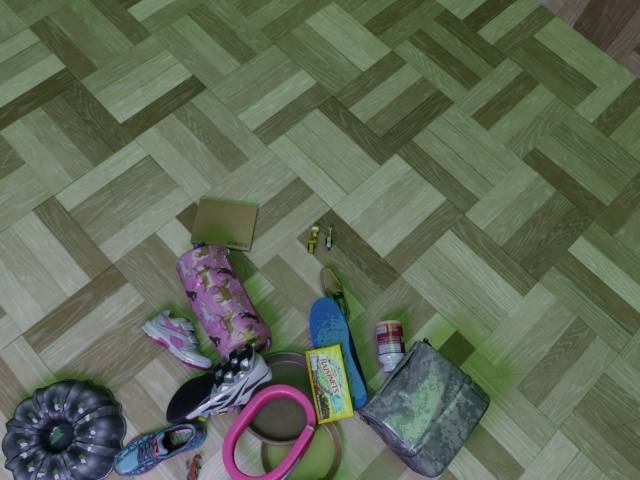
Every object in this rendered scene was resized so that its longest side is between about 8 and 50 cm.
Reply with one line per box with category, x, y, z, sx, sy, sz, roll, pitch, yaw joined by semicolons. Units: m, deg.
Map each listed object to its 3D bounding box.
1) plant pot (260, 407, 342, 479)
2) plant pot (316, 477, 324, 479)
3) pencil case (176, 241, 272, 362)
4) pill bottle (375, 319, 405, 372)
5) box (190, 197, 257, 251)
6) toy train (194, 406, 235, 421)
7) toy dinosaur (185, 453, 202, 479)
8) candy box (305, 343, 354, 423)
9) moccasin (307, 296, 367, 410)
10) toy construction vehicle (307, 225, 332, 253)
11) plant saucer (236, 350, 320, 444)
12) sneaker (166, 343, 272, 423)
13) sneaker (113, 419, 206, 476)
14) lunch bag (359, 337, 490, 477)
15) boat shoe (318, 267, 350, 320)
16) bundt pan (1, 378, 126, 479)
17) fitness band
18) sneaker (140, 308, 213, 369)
plant pot;-0.055;0.608;1.589;0.236;0.032;0.237;1;67;-3
plant pot;-0.148;0.775;1.386;0.305;0.334;0.334;-1;68;8
pencil case;-0.294;0.192;1.676;0.160;0.167;0.386;-11;65;-47
pill bottle;0.217;0.328;1.694;0.085;0.086;0.152;-2;69;-5
box;-0.321;-0.053;1.843;0.201;0.021;0.165;8;68;-1
toy train;-0.313;0.465;1.624;0.166;0.046;0.125;-22;62;-10
toy dinosaur;-0.351;0.646;1.535;0.047;0.090;0.082;7;99;-18
candy box;0.026;0.409;1.570;0.105;0.027;0.206;-12;73;-1
moccasin;0.044;0.345;1.663;0.137;0.117;0.342;-16;74;2
toy construction vehicle;0.000;0.000;1.843;0.085;0.035;0.098;-1;65;7
plant saucer;-0.108;0.461;1.615;0.277;0.041;0.278;-1;57;1
sneaker;-0.279;0.436;1.549;0.330;0.146;0.123;-33;36;10
sneaker;-0.453;0.567;1.525;0.261;0.125;0.104;-24;71;-13
lunch bag;0.289;0.465;1.562;0.256;0.212;0.305;45;72;0
boat shoe;0.051;0.166;1.754;0.068;0.072;0.190;-22;71;-12
bundt pan;-0.720;0.541;1.519;0.330;0.124;0.331;1;68;-3
fitness band;-0.139;0.533;1.506;0.208;0.054;0.291;27;61;24
sneaker;-0.415;0.293;1.652;0.252;0.103;0.111;35;71;9
